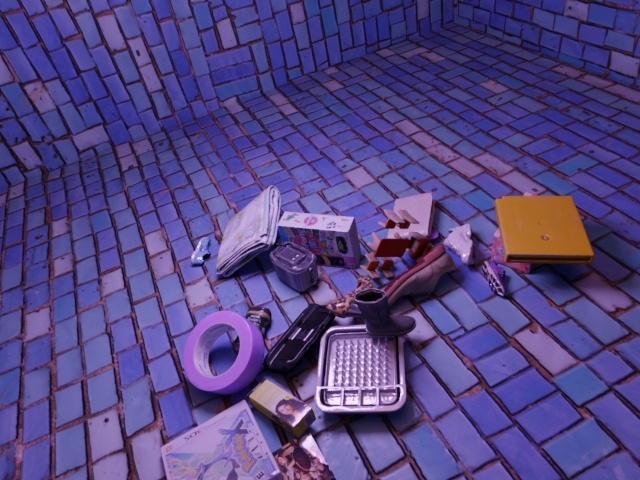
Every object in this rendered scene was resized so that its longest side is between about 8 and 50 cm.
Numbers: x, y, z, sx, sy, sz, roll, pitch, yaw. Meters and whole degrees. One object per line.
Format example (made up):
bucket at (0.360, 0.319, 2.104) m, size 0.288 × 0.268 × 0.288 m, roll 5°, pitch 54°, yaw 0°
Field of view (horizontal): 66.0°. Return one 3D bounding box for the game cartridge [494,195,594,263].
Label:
game cartridge at (0.796, -0.046, 1.788) m, size 0.286 × 0.052 × 0.323 m, roll 1°, pitch 43°, yaw 10°

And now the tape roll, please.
tape roll at (-0.334, 0.387, 1.702) m, size 0.275 × 0.090 × 0.274 m, roll -10°, pitch 61°, yaw 19°

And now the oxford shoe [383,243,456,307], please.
oxford shoe at (0.356, 0.162, 1.830) m, size 0.348 × 0.123 × 0.130 m, roll -39°, pitch 88°, yaw -3°

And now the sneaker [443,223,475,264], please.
sneaker at (0.553, 0.024, 1.969) m, size 0.115 × 0.090 × 0.232 m, roll -8°, pitch 31°, yaw 16°

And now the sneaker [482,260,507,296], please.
sneaker at (0.657, 0.133, 1.822) m, size 0.071 × 0.068 × 0.169 m, roll -5°, pitch 40°, yaw 0°

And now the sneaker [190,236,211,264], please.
sneaker at (-0.530, 0.053, 2.249) m, size 0.073 × 0.063 × 0.162 m, roll 14°, pitch 49°, yaw 4°

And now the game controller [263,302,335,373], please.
game controller at (-0.069, 0.344, 1.754) m, size 0.167 × 0.067 × 0.319 m, roll 3°, pitch 41°, yaw 44°

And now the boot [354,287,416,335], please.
boot at (0.216, 0.231, 1.614) m, size 0.190 × 0.208 × 0.076 m, roll -11°, pitch 40°, yaw 2°

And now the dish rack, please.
dish rack at (0.136, 0.427, 1.622) m, size 0.286 × 0.072 × 0.332 m, roll -5°, pitch 41°, yaw 11°

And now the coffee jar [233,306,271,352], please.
coffee jar at (-0.247, 0.330, 1.829) m, size 0.096 × 0.079 × 0.184 m, roll 0°, pitch 42°, yaw 16°

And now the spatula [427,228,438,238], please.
spatula at (0.474, -0.094, 2.153) m, size 0.084 × 0.030 × 0.296 m, roll -2°, pitch 41°, yaw 16°

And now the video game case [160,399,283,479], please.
video game case at (-0.304, 0.656, 1.460) m, size 0.300 × 0.036 × 0.329 m, roll -27°, pitch 31°, yaw -15°

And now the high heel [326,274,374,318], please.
high heel at (0.106, 0.194, 1.828) m, size 0.186 × 0.093 × 0.261 m, roll 6°, pitch 28°, yaw -8°

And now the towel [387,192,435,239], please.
towel at (0.396, -0.099, 2.144) m, size 0.187 × 0.049 × 0.282 m, roll -10°, pitch 38°, yaw 28°

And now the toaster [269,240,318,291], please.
toaster at (-0.109, 0.105, 1.995) m, size 0.227 × 0.146 × 0.129 m, roll 25°, pitch 53°, yaw 35°

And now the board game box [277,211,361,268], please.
board game box at (0.000, 0.000, 2.029) m, size 0.304 × 0.224 × 0.097 m, roll 6°, pitch 46°, yaw 21°

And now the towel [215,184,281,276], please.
towel at (-0.317, -0.044, 2.158) m, size 0.321 × 0.090 × 0.374 m, roll -33°, pitch 33°, yaw 27°

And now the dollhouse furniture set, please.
dollhouse furniture set at (0.316, 0.028, 1.907) m, size 0.259 × 0.262 × 0.135 m, roll 0°, pitch 33°, yaw -35°

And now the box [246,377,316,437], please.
box at (-0.126, 0.525, 1.560) m, size 0.232 × 0.058 × 0.087 m, roll 14°, pitch 42°, yaw 42°

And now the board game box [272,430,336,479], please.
board game box at (-0.098, 0.683, 1.415) m, size 0.243 × 0.042 × 0.165 m, roll -27°, pitch 42°, yaw -15°

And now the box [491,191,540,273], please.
box at (0.801, -0.034, 1.911) m, size 0.154 × 0.142 × 0.300 m, roll 25°, pitch 53°, yaw 33°
